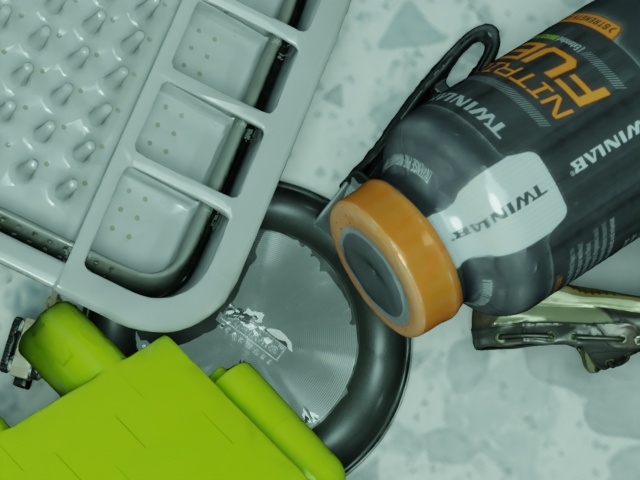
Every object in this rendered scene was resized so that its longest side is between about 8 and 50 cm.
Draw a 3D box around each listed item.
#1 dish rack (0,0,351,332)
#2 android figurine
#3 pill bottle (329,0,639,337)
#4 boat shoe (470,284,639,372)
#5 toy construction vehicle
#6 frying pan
[{"bbox_3d":[-0.168,-0.125,1.069,0.333,0.072,0.285,27,70,-16],"label":"dish rack"},{"bbox_3d":[-0.088,0.154,0.988,0.273,0.056,0.248,43,49,17],"label":"android figurine"},{"bbox_3d":[0.126,-0.043,1.080,0.245,0.130,0.130,-32,85,-19],"label":"pill bottle"},{"bbox_3d":[0.163,0.054,1.130,0.152,0.056,0.049,8,86,6],"label":"boat shoe"},{"bbox_3d":[-0.193,0.047,1.115,0.086,0.035,0.098,12,78,9],"label":"toy construction vehicle"},{"bbox_3d":[0.013,0.027,1.126,0.326,0.053,0.197,-30,86,-5],"label":"frying pan"}]
